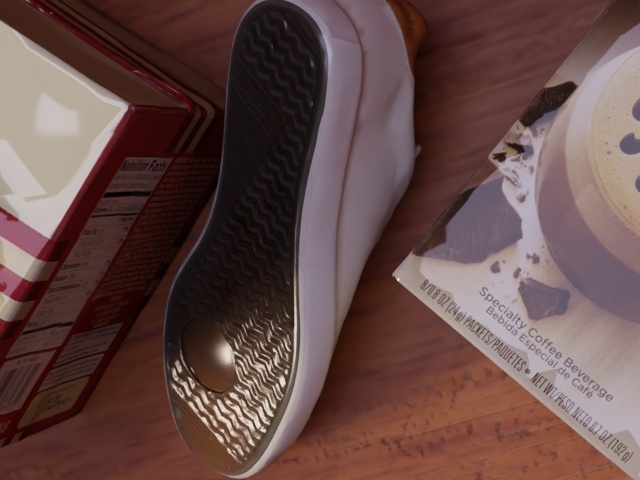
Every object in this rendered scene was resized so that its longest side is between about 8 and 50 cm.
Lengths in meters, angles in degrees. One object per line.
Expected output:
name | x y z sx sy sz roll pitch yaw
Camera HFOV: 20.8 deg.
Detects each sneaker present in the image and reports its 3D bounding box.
sneaker | 0.000 0.000 0.951 0.106 0.123 0.290 34 122 30

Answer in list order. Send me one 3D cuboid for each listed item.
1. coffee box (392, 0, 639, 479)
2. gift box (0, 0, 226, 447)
coffee box | 0.200 -0.046 0.881 0.168 0.119 0.297 40 100 12
gift box | -0.230 -0.031 0.930 0.258 0.255 0.276 35 96 10
